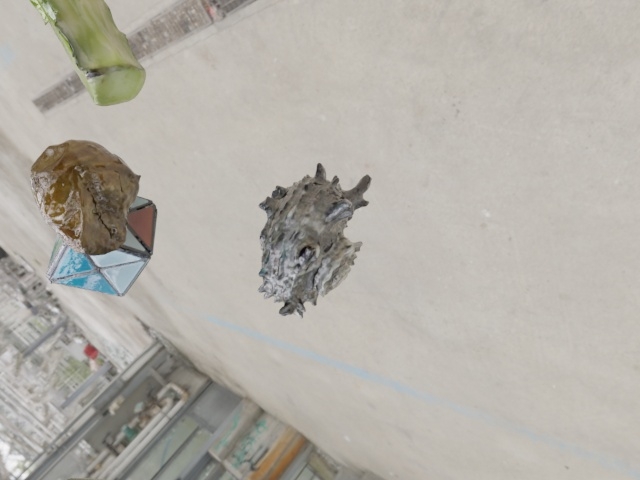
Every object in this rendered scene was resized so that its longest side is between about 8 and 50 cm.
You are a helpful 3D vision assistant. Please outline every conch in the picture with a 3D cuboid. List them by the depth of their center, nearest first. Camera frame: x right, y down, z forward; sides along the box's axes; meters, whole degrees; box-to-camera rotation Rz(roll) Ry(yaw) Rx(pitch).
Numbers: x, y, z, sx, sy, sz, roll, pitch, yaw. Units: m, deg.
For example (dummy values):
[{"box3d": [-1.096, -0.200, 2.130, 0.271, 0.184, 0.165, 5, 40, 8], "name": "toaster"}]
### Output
[{"box3d": [-0.003, 0.004, 0.924, 0.186, 0.313, 0.241, 3, 157, 31], "name": "conch"}]

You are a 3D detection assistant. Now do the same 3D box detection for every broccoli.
[{"box3d": [-0.348, -0.381, 0.715, 0.221, 0.252, 0.361, -28, 107, 37], "name": "broccoli"}]

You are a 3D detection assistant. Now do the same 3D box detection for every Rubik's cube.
[{"box3d": [-0.679, -0.001, 1.578, 0.248, 0.250, 0.246, 20, 130, -31], "name": "Rubik's cube"}]

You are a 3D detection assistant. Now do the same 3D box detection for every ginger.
[{"box3d": [-0.593, -0.113, 1.233, 0.223, 0.269, 0.200, 16, 175, 21], "name": "ginger"}]

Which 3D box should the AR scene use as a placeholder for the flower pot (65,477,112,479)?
[{"box3d": [-0.373, 0.485, 0.714, 0.368, 0.254, 0.164, -20, 146, 16], "name": "flower pot"}]
